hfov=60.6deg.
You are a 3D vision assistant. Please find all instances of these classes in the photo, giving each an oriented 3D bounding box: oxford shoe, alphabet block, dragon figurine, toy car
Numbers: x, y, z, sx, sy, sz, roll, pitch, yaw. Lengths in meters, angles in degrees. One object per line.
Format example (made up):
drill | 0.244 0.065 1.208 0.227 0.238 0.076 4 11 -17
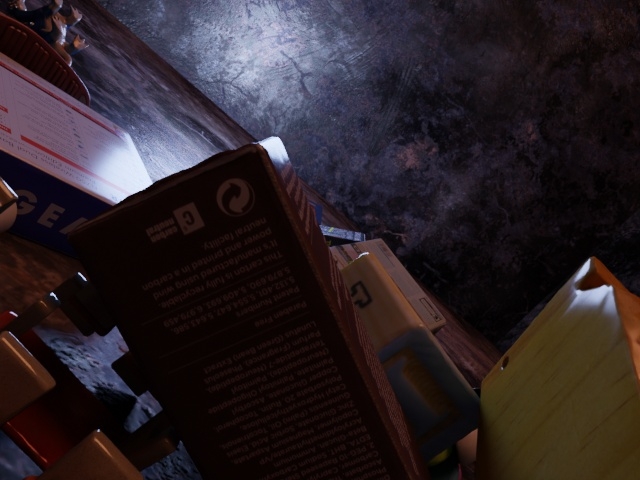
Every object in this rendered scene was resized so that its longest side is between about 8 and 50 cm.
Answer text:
oxford shoe | -0.490 -0.286 0.769 0.130 0.123 0.348 40 2 43
alphabet block | 0.063 0.168 0.717 0.192 0.193 0.197 54 4 -26
dragon figurine | -0.547 -0.390 1.082 0.085 0.144 0.289 30 35 -59
toy car | 0.157 0.309 0.806 0.182 0.159 0.136 -7 87 -78

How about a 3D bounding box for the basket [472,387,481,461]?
basket | 0.413 0.429 1.248 0.204 0.154 0.227 41 4 27

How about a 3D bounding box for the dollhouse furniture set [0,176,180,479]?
dollhouse furniture set | -0.218 0.076 0.372 0.259 0.135 0.262 53 8 -10

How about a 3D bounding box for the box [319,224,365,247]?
box | 0.000 0.000 1.353 0.216 0.060 0.270 11 6 3

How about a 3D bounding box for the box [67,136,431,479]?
box | -0.020 0.117 0.447 0.191 0.143 0.381 -94 159 -78

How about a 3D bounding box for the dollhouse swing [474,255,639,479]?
dollhouse swing | 0.308 0.270 0.476 0.305 0.315 0.346 25 38 2

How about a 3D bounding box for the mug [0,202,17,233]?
mug | -0.325 -0.031 0.489 0.064 0.062 0.078 -77 143 -69

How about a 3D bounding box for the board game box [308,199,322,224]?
board game box | -0.121 -0.069 1.174 0.210 0.047 0.160 4 -4 21

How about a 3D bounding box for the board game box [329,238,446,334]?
board game box | 0.075 0.121 1.014 0.303 0.097 0.224 -7 54 -53

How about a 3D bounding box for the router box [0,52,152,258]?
router box | -0.364 -0.123 0.665 0.335 0.082 0.301 33 14 -45
